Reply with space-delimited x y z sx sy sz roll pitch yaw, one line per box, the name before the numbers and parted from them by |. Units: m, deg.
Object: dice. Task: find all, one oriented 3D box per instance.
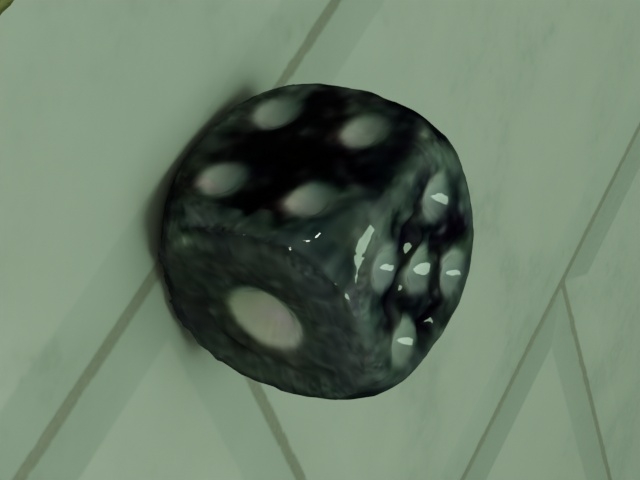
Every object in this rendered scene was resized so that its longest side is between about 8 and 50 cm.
dice | 0.000 0.000 1.268 0.183 0.182 0.181 -52 144 -35

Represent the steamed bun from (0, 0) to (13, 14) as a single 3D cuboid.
steamed bun | -0.213 -0.178 0.821 0.110 0.212 0.231 -92 172 -47
